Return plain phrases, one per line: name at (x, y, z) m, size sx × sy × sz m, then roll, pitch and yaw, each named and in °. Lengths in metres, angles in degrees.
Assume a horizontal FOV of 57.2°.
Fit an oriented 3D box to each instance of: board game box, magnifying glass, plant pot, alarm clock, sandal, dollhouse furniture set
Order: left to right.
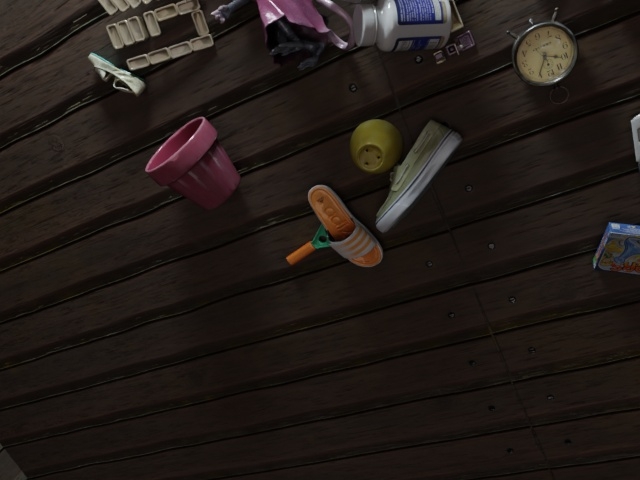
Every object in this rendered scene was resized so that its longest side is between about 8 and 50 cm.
plant pot at (-0.311, -0.184, 1.501) m, size 0.201 × 0.201 × 0.180 m, roll -29°, pitch 121°, yaw 26°
magnifying glass at (0.000, 0.000, 1.590) m, size 0.231 × 0.026 × 0.092 m, roll -33°, pitch 103°, yaw 28°
sandal at (0.052, -0.022, 1.510) m, size 0.102 × 0.076 × 0.265 m, roll -35°, pitch 103°, yaw 26°
plant pot at (0.127, -0.214, 1.408) m, size 0.134 × 0.095 × 0.134 m, roll 6°, pitch 116°, yaw 13°
dollhouse furniture set at (0.270, -0.447, 1.261) m, size 0.091 × 0.081 × 0.114 m, roll -20°, pitch 109°, yaw 23°
alarm clock at (0.481, -0.379, 1.247) m, size 0.129 × 0.064 × 0.192 m, roll -20°, pitch 107°, yaw 23°
board game box at (0.758, 0.027, 1.363) m, size 0.201 × 0.035 × 0.136 m, roll 7°, pitch 139°, yaw 12°

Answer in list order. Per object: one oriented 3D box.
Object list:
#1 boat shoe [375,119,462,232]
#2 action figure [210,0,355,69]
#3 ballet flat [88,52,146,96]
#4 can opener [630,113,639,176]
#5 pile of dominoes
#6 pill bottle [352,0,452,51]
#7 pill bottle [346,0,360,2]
boat shoe at (0.219, -0.153, 1.423) m, size 0.094 × 0.109 × 0.302 m, roll 41°, pitch 111°, yaw 11°
action figure at (-0.103, -0.564, 1.246) m, size 0.276 × 0.248 × 0.370 m, roll -21°, pitch 83°, yaw -12°
ballet flat at (-0.530, -0.422, 1.503) m, size 0.168 × 0.057 × 0.052 m, roll 27°, pitch 84°, yaw 1°
can opener at (0.736, -0.145, 1.274) m, size 0.076 × 0.095 × 0.283 m, roll -12°, pitch 112°, yaw 21°
pile of dominoes at (-0.402, -0.542, 1.439) m, size 0.251 × 0.040 × 0.196 m, roll -12°, pitch 111°, yaw 12°
pill bottle at (0.168, -0.455, 1.229) m, size 0.187 × 0.112 × 0.112 m, roll -6°, pitch 117°, yaw -12°
pill bottle at (0.081, -0.603, 1.174) m, size 0.121 × 0.121 × 0.221 m, roll 24°, pitch 97°, yaw 3°
